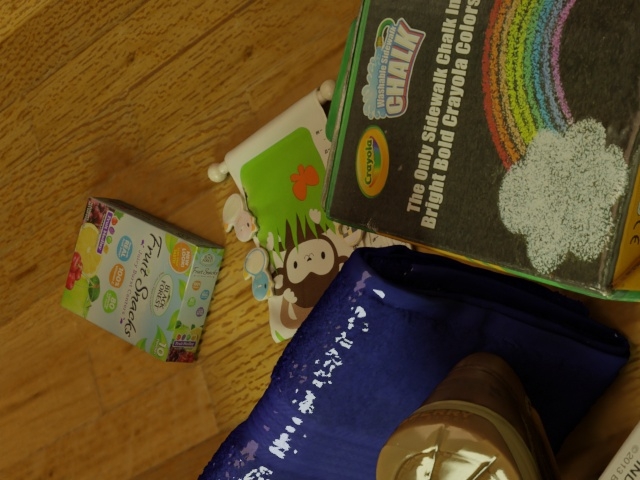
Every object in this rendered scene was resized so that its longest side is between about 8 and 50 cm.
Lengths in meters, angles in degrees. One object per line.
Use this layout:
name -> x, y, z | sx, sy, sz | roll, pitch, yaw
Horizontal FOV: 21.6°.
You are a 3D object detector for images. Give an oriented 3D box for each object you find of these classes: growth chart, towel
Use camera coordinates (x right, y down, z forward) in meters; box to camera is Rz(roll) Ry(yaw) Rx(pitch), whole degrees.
growth chart -> 0.000, 0.000, 1.274 | 0.172, 0.021, 0.237 | -42, 60, 32
towel -> 0.033, 0.143, 1.106 | 0.308, 0.228, 0.076 | -57, 35, 23

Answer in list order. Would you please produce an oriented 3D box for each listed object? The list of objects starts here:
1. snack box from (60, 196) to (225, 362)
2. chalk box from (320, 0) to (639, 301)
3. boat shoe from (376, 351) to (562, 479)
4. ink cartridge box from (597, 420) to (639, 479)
snack box -> -0.149, 0.031, 1.389 | 0.141, 0.037, 0.100 | 24, 103, 40
chalk box -> 0.129, -0.077, 1.066 | 0.289, 0.179, 0.180 | 18, 99, 42
boat shoe -> 0.124, 0.228, 1.049 | 0.123, 0.123, 0.342 | -7, 115, 24
ink cartridge box -> 0.318, 0.190, 0.803 | 0.270, 0.151, 0.395 | -57, 35, 11
